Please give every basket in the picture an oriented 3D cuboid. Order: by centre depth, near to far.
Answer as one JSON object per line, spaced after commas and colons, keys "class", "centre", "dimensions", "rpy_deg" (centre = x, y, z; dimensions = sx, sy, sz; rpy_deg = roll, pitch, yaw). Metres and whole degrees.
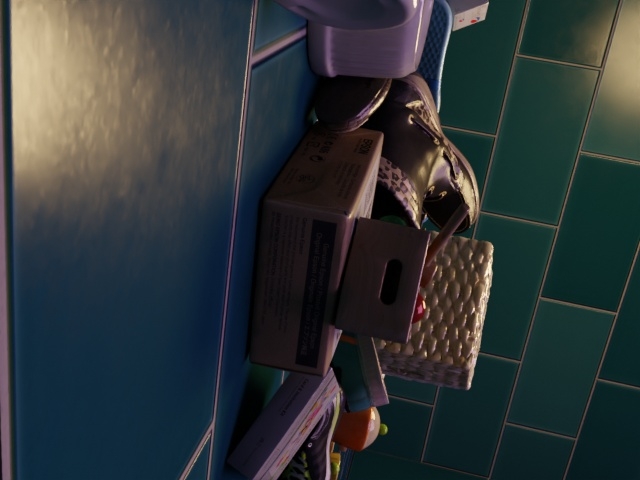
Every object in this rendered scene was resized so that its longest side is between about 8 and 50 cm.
{"class": "basket", "centre": [0.233, 0.149, 1.889], "dimensions": [0.266, 0.329, 0.331], "rpy_deg": [74, 29, -70]}

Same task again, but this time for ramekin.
{"class": "ramekin", "centre": [0.063, -0.269, 0.835], "dimensions": [0.207, 0.109, 0.207], "rpy_deg": [11, 90, -82]}

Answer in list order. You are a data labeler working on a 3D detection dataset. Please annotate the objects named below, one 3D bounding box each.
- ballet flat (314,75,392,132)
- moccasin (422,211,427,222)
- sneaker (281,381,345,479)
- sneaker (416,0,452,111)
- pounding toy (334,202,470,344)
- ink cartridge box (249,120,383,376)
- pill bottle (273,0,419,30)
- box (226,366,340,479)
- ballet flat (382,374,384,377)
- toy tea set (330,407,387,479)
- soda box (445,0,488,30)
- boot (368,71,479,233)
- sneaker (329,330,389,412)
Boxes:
{"class": "ballet flat", "centre": [0.051, -0.193, 0.949], "dimensions": [0.249, 0.084, 0.058], "rpy_deg": [-73, 156, -49]}
{"class": "moccasin", "centre": [0.167, -0.205, 1.663], "dimensions": [0.117, 0.138, 0.341], "rpy_deg": [6, 78, -43]}
{"class": "sneaker", "centre": [-0.032, 0.322, 1.251], "dimensions": [0.097, 0.084, 0.234], "rpy_deg": [10, 91, -58]}
{"class": "sneaker", "centre": [0.184, -0.338, 1.557], "dimensions": [0.208, 0.127, 0.318], "rpy_deg": [-75, 180, -62]}
{"class": "pounding toy", "centre": [0.081, 0.029, 0.790], "dimensions": [0.130, 0.100, 0.141], "rpy_deg": [29, 74, -82]}
{"class": "ink cartridge box", "centre": [0.000, 0.000, 0.863], "dimensions": [0.234, 0.088, 0.193], "rpy_deg": [-66, 164, -59]}
{"class": "pill bottle", "centre": [0.033, -0.271, 0.574], "dimensions": [0.119, 0.119, 0.208], "rpy_deg": [42, 60, -81]}
{"class": "box", "centre": [-0.037, 0.210, 0.919], "dimensions": [0.145, 0.038, 0.186], "rpy_deg": [-53, 167, -13]}
{"class": "ballet flat", "centre": [0.124, 0.275, 2.089], "dimensions": [0.139, 0.139, 0.400], "rpy_deg": [92, 13, -51]}
{"class": "toy tea set", "centre": [0.035, 0.412, 1.456], "dimensions": [0.336, 0.124, 0.199], "rpy_deg": [105, -1, -58]}
{"class": "soda box", "centre": [0.256, -0.532, 1.575], "dimensions": [0.069, 0.074, 0.216], "rpy_deg": [67, 3, -76]}
{"class": "boot", "centre": [0.165, -0.085, 1.420], "dimensions": [0.377, 0.138, 0.284], "rpy_deg": [61, 37, -37]}
{"class": "sneaker", "centre": [0.035, 0.193, 1.413], "dimensions": [0.302, 0.121, 0.108], "rpy_deg": [-103, 178, -64]}
